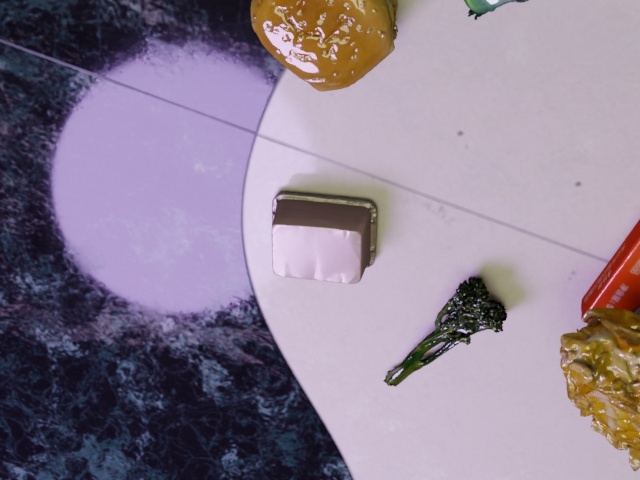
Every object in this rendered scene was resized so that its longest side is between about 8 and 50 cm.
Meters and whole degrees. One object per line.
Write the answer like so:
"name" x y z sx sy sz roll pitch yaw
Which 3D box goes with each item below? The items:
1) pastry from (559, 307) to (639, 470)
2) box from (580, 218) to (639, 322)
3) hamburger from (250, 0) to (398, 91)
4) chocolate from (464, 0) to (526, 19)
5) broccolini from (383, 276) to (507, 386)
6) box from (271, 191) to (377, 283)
"pastry" 0.338 0.166 1.487 0.154 0.102 0.250 13 155 26
"box" 0.464 0.038 1.459 0.265 0.048 0.273 25 122 -4
"hamburger" 0.007 -0.230 1.371 0.147 0.083 0.138 41 116 -18
"chocolate" 0.118 -0.357 1.264 0.110 0.110 0.291 -24 111 23
"broccolini" 0.139 0.125 1.573 0.074 0.058 0.201 38 120 -4
"box" 0.000 0.000 1.523 0.122 0.062 0.089 6 121 9
